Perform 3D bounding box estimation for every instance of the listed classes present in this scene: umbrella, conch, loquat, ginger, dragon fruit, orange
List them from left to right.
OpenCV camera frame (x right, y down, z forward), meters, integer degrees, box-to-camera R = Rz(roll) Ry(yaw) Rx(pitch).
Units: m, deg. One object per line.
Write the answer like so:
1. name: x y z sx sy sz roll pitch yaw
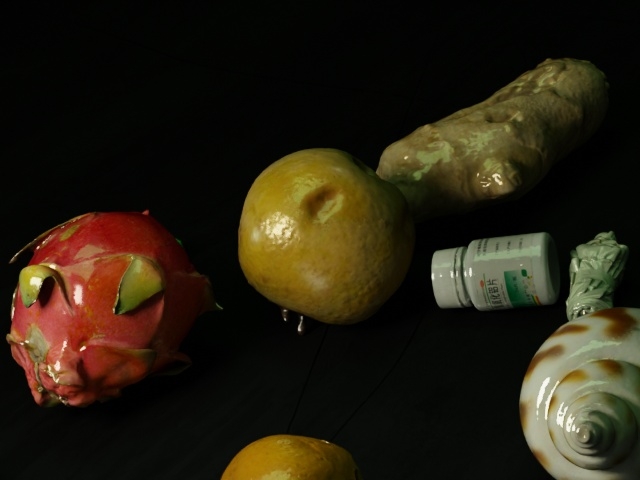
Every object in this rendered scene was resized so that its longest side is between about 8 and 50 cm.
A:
1. dragon fruit: -0.246 0.079 1.948 0.227 0.224 0.224 -32 31 -24
2. orange: -0.021 0.245 1.557 0.134 0.155 0.155 -26 27 3
3. loquat: -0.003 -0.003 1.968 0.213 0.213 0.213 -13 27 7
4. ginger: 0.223 -0.121 2.140 0.354 0.126 0.190 -33 26 -27
5. umbrella: 0.295 0.040 1.873 0.067 0.062 0.143 -36 19 40
6. conch: 0.271 0.146 1.588 0.182 0.149 0.275 -9 25 23

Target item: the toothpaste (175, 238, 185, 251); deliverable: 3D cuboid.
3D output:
1. toothpaste: -0.251 0.048 2.179 0.178 0.037 0.043 -30 34 -25

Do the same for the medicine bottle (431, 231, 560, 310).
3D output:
1. medicine bottle: 0.192 0.037 1.911 0.130 0.080 0.080 -7 28 18
